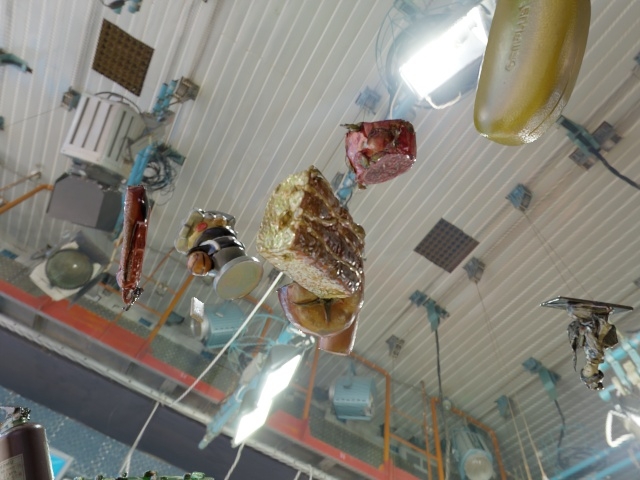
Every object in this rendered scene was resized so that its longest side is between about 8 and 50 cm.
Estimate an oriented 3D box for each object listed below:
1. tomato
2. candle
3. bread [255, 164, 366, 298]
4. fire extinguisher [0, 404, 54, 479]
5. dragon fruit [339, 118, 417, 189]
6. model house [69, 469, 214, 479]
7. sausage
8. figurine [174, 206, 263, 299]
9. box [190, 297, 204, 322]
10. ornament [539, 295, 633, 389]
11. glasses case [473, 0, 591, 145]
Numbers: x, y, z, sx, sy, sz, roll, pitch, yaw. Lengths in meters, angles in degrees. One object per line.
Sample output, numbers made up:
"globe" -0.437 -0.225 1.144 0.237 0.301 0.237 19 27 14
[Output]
"tomato" 0.010 0.163 1.052 0.213 0.180 0.156 -14 -95 -15
"candle" -0.443 0.017 0.985 0.059 0.084 0.302 5 -94 11
"bread" 0.000 0.000 0.859 0.114 0.185 0.275 -2 -28 29
"fire extinguisher" -0.476 0.363 0.659 0.099 0.071 0.231 -36 -113 17
"dragon fruit" 0.159 -0.236 1.158 0.210 0.282 0.147 -15 -98 39
"model house" -0.370 0.685 0.892 0.339 0.324 0.300 -14 -29 29
"sausage" 0.073 0.222 1.379 0.121 0.121 0.305 11 -102 3
"figurine" -0.252 0.020 0.980 0.176 0.236 0.133 12 -62 -48
"box" -0.374 0.211 1.270 0.012 0.083 0.046 -40 -60 8
"ornament" 0.613 0.243 0.976 0.153 0.196 0.166 6 -14 15
"glasses case" 0.426 -0.386 0.846 0.173 0.141 0.372 17 -83 47
